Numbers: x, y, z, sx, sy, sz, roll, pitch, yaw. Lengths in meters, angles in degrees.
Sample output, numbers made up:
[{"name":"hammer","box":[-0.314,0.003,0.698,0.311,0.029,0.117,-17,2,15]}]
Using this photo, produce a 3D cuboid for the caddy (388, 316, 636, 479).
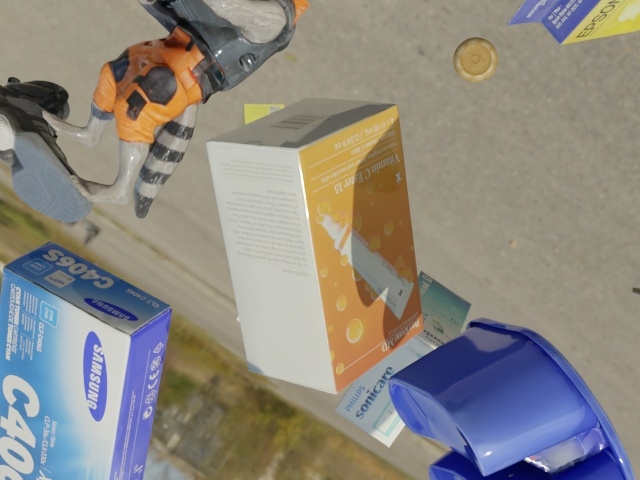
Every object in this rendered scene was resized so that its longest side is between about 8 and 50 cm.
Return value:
[{"name":"caddy","box":[0.219,0.213,1.204,0.241,0.179,0.341,63,169,-8]}]

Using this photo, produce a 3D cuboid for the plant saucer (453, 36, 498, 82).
[{"name":"plant saucer","box":[0.289,-0.336,2.031,0.083,0.083,0.015,33,-171,-1]}]

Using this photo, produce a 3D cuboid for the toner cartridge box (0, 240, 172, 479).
[{"name":"toner cartridge box","box":[-0.268,0.190,1.174,0.165,0.348,0.075,25,-148,19]}]

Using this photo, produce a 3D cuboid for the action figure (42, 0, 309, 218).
[{"name":"action figure","box":[-0.138,-0.202,1.152,0.178,0.330,0.341,45,-177,-21]}]

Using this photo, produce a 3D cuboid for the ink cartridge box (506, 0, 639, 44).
[{"name":"ink cartridge box","box":[0.494,-0.424,1.715,0.072,0.307,0.303,64,151,15]}]

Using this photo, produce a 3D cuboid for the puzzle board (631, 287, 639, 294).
[{"name":"puzzle board","box":[0.380,0.066,1.080,0.096,0.011,0.128,7,-174,-11]}]

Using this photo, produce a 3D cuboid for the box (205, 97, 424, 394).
[{"name":"box","box":[0.000,0.000,1.506,0.168,0.215,0.345,10,118,39]}]

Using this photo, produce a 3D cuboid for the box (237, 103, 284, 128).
[{"name":"box","box":[-0.128,-0.216,2.271,0.087,0.058,0.232,-1,165,-9]}]

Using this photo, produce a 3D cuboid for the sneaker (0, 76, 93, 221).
[{"name":"sneaker","box":[-0.400,-0.147,1.589,0.268,0.153,0.101,41,131,10]}]

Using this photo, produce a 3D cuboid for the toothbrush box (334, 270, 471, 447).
[{"name":"toothbrush box","box":[0.159,0.213,2.034,0.126,0.216,0.295,34,-160,4]}]
